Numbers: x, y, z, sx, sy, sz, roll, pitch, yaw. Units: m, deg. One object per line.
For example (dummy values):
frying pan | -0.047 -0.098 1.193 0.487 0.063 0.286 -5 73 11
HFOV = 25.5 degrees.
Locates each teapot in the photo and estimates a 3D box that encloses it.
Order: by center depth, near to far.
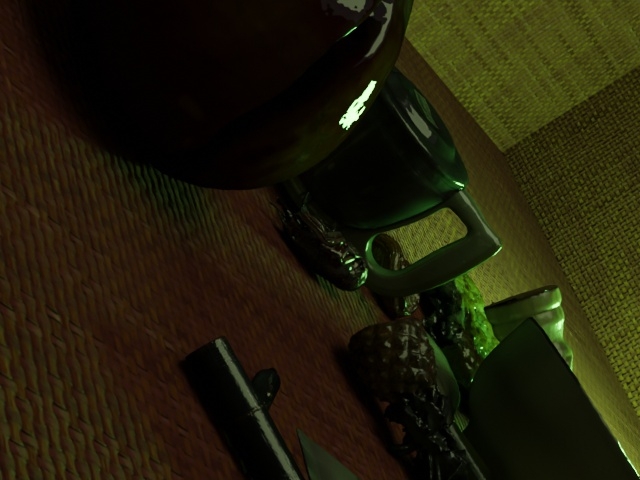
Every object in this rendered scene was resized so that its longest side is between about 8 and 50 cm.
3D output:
teapot | 0.087 -0.091 2.055 0.321 0.239 0.239 45 19 -26

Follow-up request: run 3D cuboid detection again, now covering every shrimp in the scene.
shrimp | -0.001 0.001 1.916 0.190 0.075 0.073 39 53 -24

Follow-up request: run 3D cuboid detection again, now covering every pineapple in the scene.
pineapple | 0.121 0.216 1.807 0.119 0.111 0.237 -13 78 -41

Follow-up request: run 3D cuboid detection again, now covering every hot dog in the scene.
hot dog | 0.110 0.051 2.183 0.099 0.065 0.147 56 9 -47

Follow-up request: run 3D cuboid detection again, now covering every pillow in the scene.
pillow | 0.160 0.201 2.066 0.148 0.050 0.229 63 14 -4

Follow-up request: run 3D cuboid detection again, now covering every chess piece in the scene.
chess piece | 0.371 0.229 2.322 0.137 0.137 0.301 -11 84 -75

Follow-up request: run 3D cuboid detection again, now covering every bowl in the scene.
bowl | 0.323 0.305 2.045 0.354 0.185 0.354 57 4 -5

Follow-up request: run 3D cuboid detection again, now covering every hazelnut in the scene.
hazelnut | -0.101 -0.273 1.613 0.402 0.402 0.429 52 21 -22

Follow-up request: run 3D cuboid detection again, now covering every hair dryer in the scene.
hair dryer | -0.053 0.177 1.427 0.173 0.050 0.195 62 11 7

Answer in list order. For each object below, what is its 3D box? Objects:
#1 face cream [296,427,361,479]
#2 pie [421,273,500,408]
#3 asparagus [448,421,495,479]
face cream | 0.072 0.326 1.427 0.314 0.089 0.143 48 12 -28
pie | 0.255 0.181 2.367 0.296 0.078 0.371 52 17 -19
asparagus | 0.233 0.372 1.929 0.278 0.060 0.067 58 35 3
